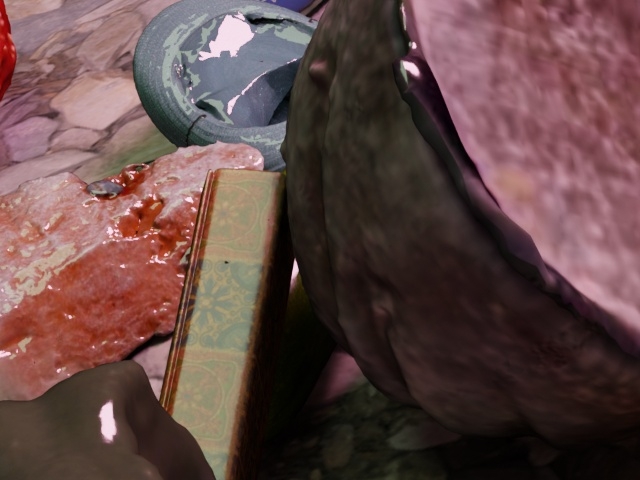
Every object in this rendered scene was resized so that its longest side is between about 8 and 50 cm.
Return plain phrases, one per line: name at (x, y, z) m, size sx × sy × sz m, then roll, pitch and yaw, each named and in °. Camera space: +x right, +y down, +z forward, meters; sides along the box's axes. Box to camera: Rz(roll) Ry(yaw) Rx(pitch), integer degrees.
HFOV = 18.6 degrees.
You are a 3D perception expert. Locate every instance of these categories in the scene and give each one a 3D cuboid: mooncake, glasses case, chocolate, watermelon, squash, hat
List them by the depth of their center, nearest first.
mooncake at (-0.072, 0.118, 0.659) m, size 0.175 × 0.104 × 0.168 m, roll 7°, pitch 35°, yaw 35°
glasses case at (-0.053, 0.076, 0.938) m, size 0.049 × 0.075 × 0.218 m, roll 5°, pitch 60°, yaw 7°
chocolate at (0.092, -0.030, 0.949) m, size 0.213 × 0.303 × 0.303 m, roll -37°, pitch 13°, yaw 44°
squash at (0.001, 0.000, 1.113) m, size 0.087 × 0.087 × 0.331 m, roll -2°, pitch 33°, yaw 29°
watermelon at (-0.137, 0.017, 1.184) m, size 0.241 × 0.094 × 0.154 m, roll -24°, pitch 37°, yaw -10°
hat at (-0.033, -0.093, 1.299) m, size 0.191 × 0.078 × 0.138 m, roll 32°, pitch 65°, yaw 33°

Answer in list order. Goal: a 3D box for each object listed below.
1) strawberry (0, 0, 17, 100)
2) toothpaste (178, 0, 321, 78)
strawberry at (-0.357, -0.174, 1.434) m, size 0.257 × 0.277 × 0.257 m, roll -12°, pitch 32°, yaw 8°
toothpaste at (-0.035, -0.175, 1.464) m, size 0.069 × 0.047 × 0.268 m, roll -11°, pitch 25°, yaw 41°
